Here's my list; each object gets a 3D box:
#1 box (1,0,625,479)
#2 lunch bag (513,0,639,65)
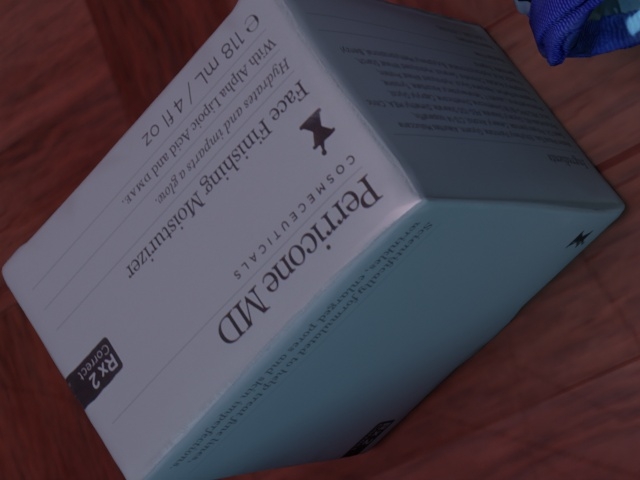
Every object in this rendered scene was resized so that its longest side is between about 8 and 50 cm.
[{"bbox_3d":[0.000,0.000,0.719,0.181,0.182,0.119,-46,66,24],"label":"box"},{"bbox_3d":[0.174,-0.271,0.585,0.385,0.239,0.328,-23,78,48],"label":"lunch bag"}]
